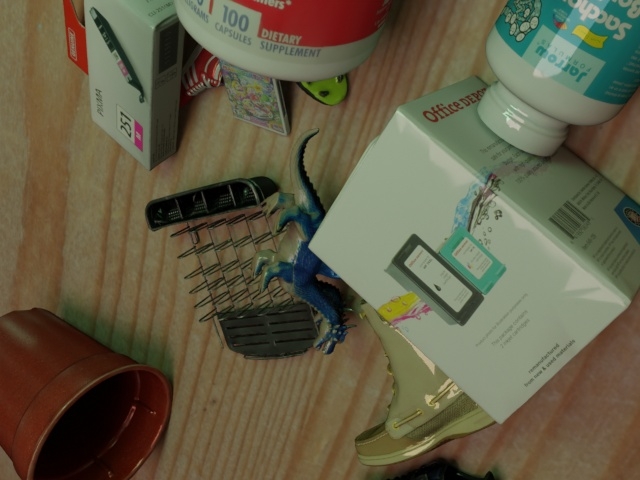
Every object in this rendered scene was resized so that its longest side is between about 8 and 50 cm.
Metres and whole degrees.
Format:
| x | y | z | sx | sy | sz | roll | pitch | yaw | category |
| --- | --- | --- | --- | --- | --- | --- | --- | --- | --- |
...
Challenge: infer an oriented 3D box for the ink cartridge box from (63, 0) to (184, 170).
| x | y | z | sx | sy | sz | roll | pitch | yaw | category |
| --- | --- | --- | --- | --- | --- | --- | --- | --- | --- |
| -0.284 | -0.257 | 1.036 | 0.239 | 0.060 | 0.275 | 40 | 148 | 13 | ink cartridge box |

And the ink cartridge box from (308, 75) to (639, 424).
| x | y | z | sx | sy | sz | roll | pitch | yaw | category |
| --- | --- | --- | --- | --- | --- | --- | --- | --- | --- |
| 0.172 | -0.002 | 0.814 | 0.270 | 0.198 | 0.197 | 43 | 127 | 13 | ink cartridge box |

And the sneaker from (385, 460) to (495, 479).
| x | y | z | sx | sy | sz | roll | pitch | yaw | category |
| --- | --- | --- | --- | --- | --- | --- | --- | --- | --- |
| 0.132 | 0.340 | 1.057 | 0.232 | 0.081 | 0.090 | -3 | 105 | 27 | sneaker |

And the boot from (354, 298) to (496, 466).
| x | y | z | sx | sy | sz | roll | pitch | yaw | category |
| --- | --- | --- | --- | --- | --- | --- | --- | --- | --- |
| 0.103 | 0.163 | 0.991 | 0.262 | 0.095 | 0.203 | -36 | 86 | 40 | boot |

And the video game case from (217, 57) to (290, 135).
| x | y | z | sx | sy | sz | roll | pitch | yaw | category |
| --- | --- | --- | --- | --- | --- | --- | --- | --- | --- |
| -0.085 | -0.190 | 0.987 | 0.087 | 0.011 | 0.122 | 23 | 149 | 24 | video game case |

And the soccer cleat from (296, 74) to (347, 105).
| x | y | z | sx | sy | sz | roll | pitch | yaw | category |
| --- | --- | --- | --- | --- | --- | --- | --- | --- | --- |
| -0.035 | -0.236 | 0.947 | 0.060 | 0.072 | 0.179 | -44 | 101 | -3 | soccer cleat |

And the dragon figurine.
| x | y | z | sx | sy | sz | roll | pitch | yaw | category |
| --- | --- | --- | --- | --- | --- | --- | --- | --- | --- |
| 0.000 | 0.000 | 0.980 | 0.085 | 0.144 | 0.289 | -132 | 51 | -64 | dragon figurine |

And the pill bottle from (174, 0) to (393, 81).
| x | y | z | sx | sy | sz | roll | pitch | yaw | category |
| --- | --- | --- | --- | --- | --- | --- | --- | --- | --- |
| -0.003 | -0.367 | 0.705 | 0.229 | 0.229 | 0.408 | 37 | 140 | 16 | pill bottle |

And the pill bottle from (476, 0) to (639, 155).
| x | y | z | sx | sy | sz | roll | pitch | yaw | category |
| --- | --- | --- | --- | --- | --- | --- | --- | --- | --- |
| 0.248 | -0.207 | 0.712 | 0.146 | 0.146 | 0.264 | 38 | 125 | 15 | pill bottle |

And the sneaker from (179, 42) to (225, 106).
| x | y | z | sx | sy | sz | roll | pitch | yaw | category |
| --- | --- | --- | --- | --- | --- | --- | --- | --- | --- |
| -0.153 | -0.208 | 1.040 | 0.067 | 0.042 | 0.118 | 47 | 125 | 13 | sneaker |

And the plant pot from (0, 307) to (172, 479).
| x | y | z | sx | sy | sz | roll | pitch | yaw | category |
| --- | --- | --- | --- | --- | --- | --- | --- | --- | --- |
| -0.436 | 0.259 | 1.294 | 0.265 | 0.272 | 0.272 | 29 | 123 | 30 | plant pot |

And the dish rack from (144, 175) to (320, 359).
| x | y | z | sx | sy | sz | roll | pitch | yaw | category |
| --- | --- | --- | --- | --- | --- | --- | --- | --- | --- |
| -0.113 | 0.048 | 1.099 | 0.208 | 0.074 | 0.272 | -10 | 103 | 36 | dish rack |
